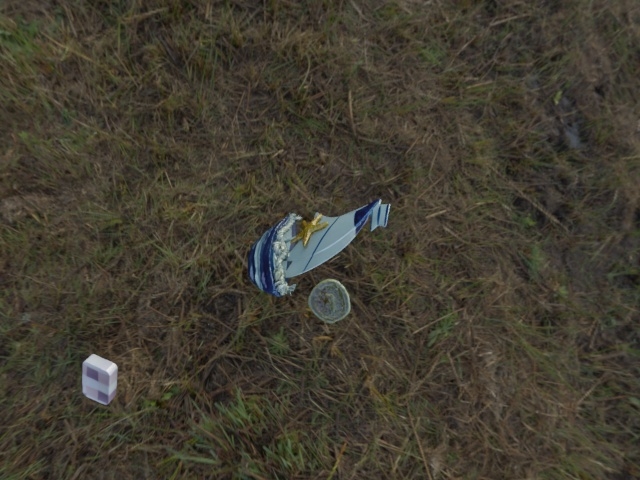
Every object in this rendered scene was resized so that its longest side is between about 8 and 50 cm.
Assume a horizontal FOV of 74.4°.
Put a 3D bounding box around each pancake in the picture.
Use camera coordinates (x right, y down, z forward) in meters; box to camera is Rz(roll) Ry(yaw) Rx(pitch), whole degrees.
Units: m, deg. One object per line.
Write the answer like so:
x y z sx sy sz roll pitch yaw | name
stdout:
0.023 0.146 1.005 0.108 0.017 0.108 1 96 13 | pancake

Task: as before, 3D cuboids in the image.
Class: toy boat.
0.000 0.000 0.782 0.067 0.291 0.220 55 28 -34 | toy boat

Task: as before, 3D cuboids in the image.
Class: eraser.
-0.452 0.285 0.864 0.065 0.026 0.105 20 119 5 | eraser
